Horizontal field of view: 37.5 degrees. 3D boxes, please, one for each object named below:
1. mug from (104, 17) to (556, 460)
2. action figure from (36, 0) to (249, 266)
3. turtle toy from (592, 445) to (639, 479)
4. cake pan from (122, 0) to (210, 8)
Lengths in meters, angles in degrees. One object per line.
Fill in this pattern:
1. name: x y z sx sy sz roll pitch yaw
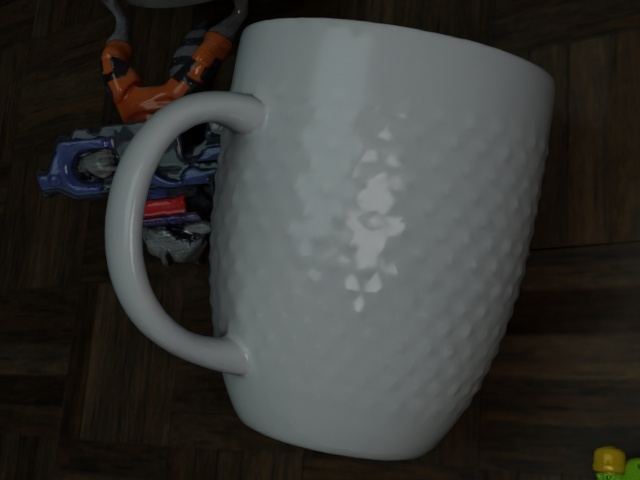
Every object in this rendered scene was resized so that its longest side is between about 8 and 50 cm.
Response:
1. mug: 0.000 0.000 0.786 0.276 0.374 0.328 10 90 54
2. action figure: -0.138 -0.129 1.108 0.341 0.178 0.330 3 84 8
3. turtle toy: 0.263 0.208 0.712 0.130 0.066 0.095 -4 75 37
4. cake pan: -0.135 -0.359 1.108 0.293 0.054 0.293 -10 40 9
